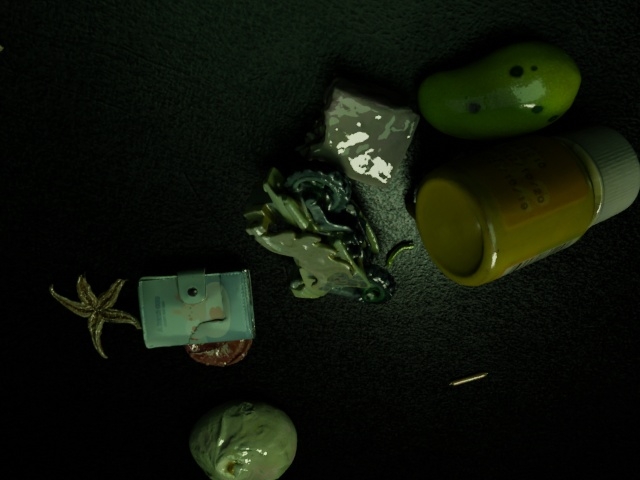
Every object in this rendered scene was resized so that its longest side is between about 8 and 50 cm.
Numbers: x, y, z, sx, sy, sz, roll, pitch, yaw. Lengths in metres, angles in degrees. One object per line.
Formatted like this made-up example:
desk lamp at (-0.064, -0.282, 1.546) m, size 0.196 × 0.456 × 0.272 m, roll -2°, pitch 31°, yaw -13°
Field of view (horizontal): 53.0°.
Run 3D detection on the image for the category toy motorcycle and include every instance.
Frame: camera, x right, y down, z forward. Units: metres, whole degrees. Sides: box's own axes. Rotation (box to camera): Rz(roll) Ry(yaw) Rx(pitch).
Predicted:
toy motorcycle at (0.000, 0.000, 1.304) m, size 0.237 × 0.169 × 0.410 m, roll -5°, pitch 136°, yaw 24°

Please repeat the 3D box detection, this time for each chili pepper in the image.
chili pepper at (0.175, 0.031, 1.441) m, size 0.030 × 0.017 × 0.083 m, roll 28°, pitch 119°, yaw -27°

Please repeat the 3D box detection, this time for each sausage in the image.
sausage at (0.381, 0.355, 1.648) m, size 0.100 × 0.015 × 0.015 m, roll -18°, pitch 121°, yaw 10°

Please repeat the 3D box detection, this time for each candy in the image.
candy at (0.074, -0.205, 1.222) m, size 0.195 × 0.137 × 0.185 m, roll 17°, pitch 120°, yaw -14°

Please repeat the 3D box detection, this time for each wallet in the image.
wallet at (-0.279, 0.148, 1.440) m, size 0.250 × 0.075 × 0.176 m, roll -5°, pitch 98°, yaw 2°

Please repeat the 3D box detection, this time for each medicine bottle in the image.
medicine bottle at (0.386, -0.079, 1.186) m, size 0.384 × 0.224 × 0.224 m, roll -20°, pitch 125°, yaw -22°

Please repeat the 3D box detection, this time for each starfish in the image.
starfish at (-0.520, 0.164, 1.487) m, size 0.213 × 0.057 × 0.238 m, roll 9°, pitch 118°, yaw 2°

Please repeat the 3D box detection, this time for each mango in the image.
mango at (0.328, -0.272, 1.189) m, size 0.293 × 0.143 × 0.175 m, roll -8°, pitch 121°, yaw 15°

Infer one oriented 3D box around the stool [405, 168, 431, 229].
stool at (0.244, -0.069, 1.326) m, size 0.134 × 0.110 × 0.135 m, roll -20°, pitch 121°, yaw 12°

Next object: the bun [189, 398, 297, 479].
bun at (-0.197, 0.552, 1.662) m, size 0.283 × 0.179 × 0.283 m, roll -2°, pitch 124°, yaw -3°

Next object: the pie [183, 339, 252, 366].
pie at (-0.248, 0.221, 1.528) m, size 0.182 × 0.049 × 0.182 m, roll 0°, pitch 117°, yaw 0°

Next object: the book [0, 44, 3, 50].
book at (-0.711, -0.363, 1.178) m, size 0.192 × 0.013 × 0.168 m, roll -33°, pitch 116°, yaw 17°
